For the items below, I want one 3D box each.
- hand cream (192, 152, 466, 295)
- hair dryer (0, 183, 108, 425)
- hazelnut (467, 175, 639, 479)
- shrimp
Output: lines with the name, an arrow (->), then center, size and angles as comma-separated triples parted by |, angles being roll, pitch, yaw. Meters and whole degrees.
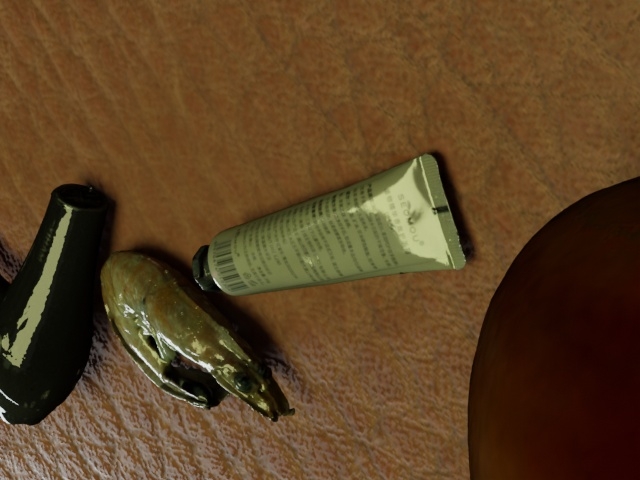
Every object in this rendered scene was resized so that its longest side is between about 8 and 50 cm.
hand cream -> 0.000, 0.000, 0.977 | 0.234, 0.050, 0.080 | -13, 99, 41
hair dryer -> -0.295, 0.008, 1.235 | 0.272, 0.091, 0.235 | 37, 121, 30
hazelnut -> 0.224, 0.133, 0.634 | 0.366, 0.366, 0.365 | 20, 122, 36
shrimp -> -0.105, 0.091, 1.114 | 0.223, 0.047, 0.126 | 36, 137, 33
